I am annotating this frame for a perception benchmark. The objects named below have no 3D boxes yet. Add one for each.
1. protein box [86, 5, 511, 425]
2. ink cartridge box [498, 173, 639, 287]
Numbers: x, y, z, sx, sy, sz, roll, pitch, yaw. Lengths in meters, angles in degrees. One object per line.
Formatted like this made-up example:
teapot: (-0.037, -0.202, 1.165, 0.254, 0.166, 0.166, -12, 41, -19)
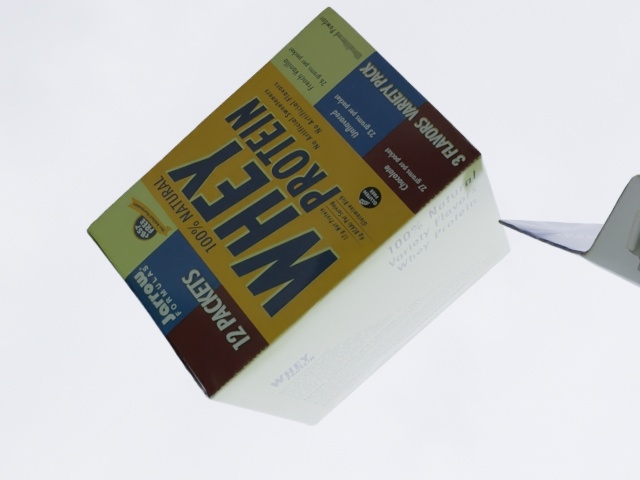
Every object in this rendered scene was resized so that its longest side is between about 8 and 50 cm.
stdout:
protein box: (0.000, 0.000, 0.578, 0.200, 0.201, 0.136, -42, -112, 2)
ink cartridge box: (0.308, 0.018, 0.455, 0.307, 0.303, 0.072, 39, -57, 53)
